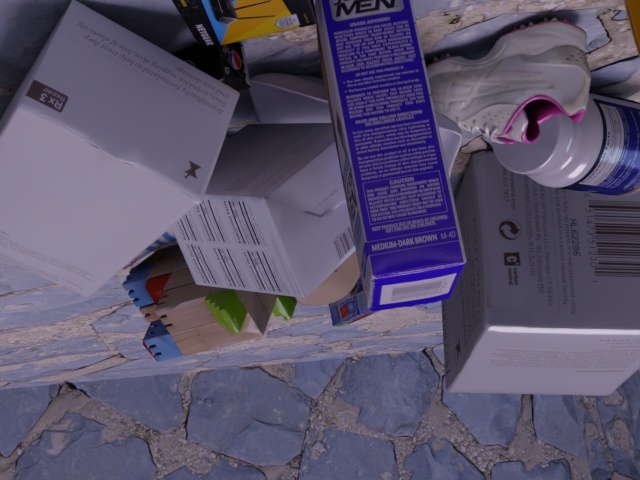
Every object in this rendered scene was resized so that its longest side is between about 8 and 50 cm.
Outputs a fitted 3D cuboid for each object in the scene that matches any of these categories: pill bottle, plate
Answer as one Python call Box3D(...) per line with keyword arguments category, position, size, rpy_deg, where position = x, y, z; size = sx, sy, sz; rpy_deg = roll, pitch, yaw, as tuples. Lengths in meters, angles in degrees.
Box3D(category="pill bottle", position=(0.386, -0.151, 1.669), size=(0.264, 0.153, 0.153), rpy_deg=(4, 159, -42))
Box3D(category="plate", position=(0.050, -0.148, 1.496), size=(0.278, 0.045, 0.277), rpy_deg=(15, 168, 6))

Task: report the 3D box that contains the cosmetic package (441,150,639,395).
Box3D(category="cosmetic package", position=(0.407, 0.073, 2.000), size=(0.327, 0.329, 0.394), rpy_deg=(1, 157, -3))

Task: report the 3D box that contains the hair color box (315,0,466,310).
Box3D(category="hair color box", position=(0.072, -0.107, 1.245), size=(0.110, 0.339, 0.185), rpy_deg=(-8, 165, -1))

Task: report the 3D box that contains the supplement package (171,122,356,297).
Box3D(category="supplement package", position=(-0.059, -0.044, 1.434), size=(0.203, 0.149, 0.194), rpy_deg=(5, -145, 43))

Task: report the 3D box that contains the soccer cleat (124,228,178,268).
Box3D(category="soccer cleat", position=(-0.253, -0.023, 1.740), size=(0.143, 0.116, 0.331), rpy_deg=(15, 156, -18))

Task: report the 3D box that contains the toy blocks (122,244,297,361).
Box3D(category="toy blocks", position=(-0.191, 0.056, 1.802), size=(0.261, 0.381, 0.191), rpy_deg=(-16, 121, 24))

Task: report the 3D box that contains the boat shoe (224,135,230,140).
Box3D(category="boat shoe", position=(-0.143, -0.110, 1.613), size=(0.077, 0.070, 0.219), rpy_deg=(-23, 161, 41))

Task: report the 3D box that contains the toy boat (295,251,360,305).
Box3D(category="toy boat", position=(0.000, 0.000, 2.003), size=(0.151, 0.151, 0.231), rpy_deg=(14, 113, -36))

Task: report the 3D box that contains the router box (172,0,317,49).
Box3D(category="router box", position=(-0.083, -0.262, 1.133), size=(0.133, 0.046, 0.179), rpy_deg=(-12, 165, 6))

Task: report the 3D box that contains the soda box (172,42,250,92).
Box3D(category="soda box", position=(-0.168, -0.185, 1.334), size=(0.169, 0.060, 0.053), rpy_deg=(-19, 164, 30))

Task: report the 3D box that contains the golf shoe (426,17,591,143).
Box3D(category="golf shoe", position=(0.210, -0.181, 1.464), size=(0.306, 0.140, 0.115), rpy_deg=(-18, 165, 33))

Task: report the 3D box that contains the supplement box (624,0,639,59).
Box3D(category="supplement box", position=(0.570, -0.264, 1.288), size=(0.194, 0.195, 0.356), rpy_deg=(2, 160, -40))

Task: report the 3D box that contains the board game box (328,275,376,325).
Box3D(category="board game box", position=(0.055, 0.046, 2.081), size=(0.035, 0.201, 0.136), rpy_deg=(-1, 163, -36))

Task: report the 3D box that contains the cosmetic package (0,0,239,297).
Box3D(category="cosmetic package", position=(-0.279, -0.087, 1.299), size=(0.217, 0.156, 0.385), rpy_deg=(29, 148, -20))
